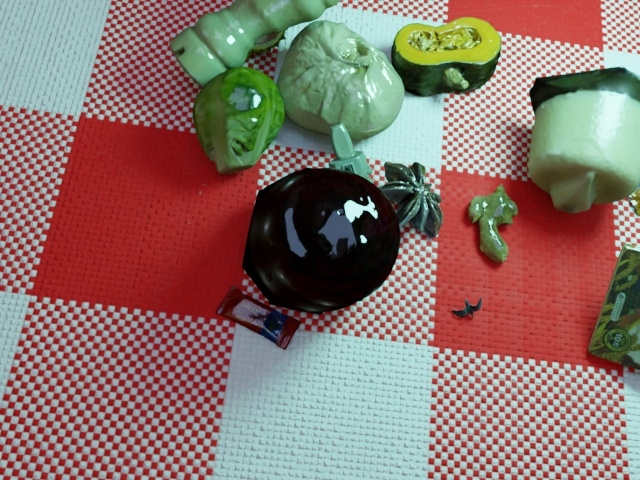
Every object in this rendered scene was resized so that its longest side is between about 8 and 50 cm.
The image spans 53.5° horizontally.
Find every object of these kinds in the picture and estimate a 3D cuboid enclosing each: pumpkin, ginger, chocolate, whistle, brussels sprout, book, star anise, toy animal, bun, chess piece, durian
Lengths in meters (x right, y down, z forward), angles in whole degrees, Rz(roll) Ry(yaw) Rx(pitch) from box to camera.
[{"bbox_3d":[0.358,-0.511,1.818,0.316,0.139,0.222,-7,69,-10],"label":"pumpkin"},{"bbox_3d":[0.475,-0.047,1.706,0.132,0.059,0.214,-15,71,-7],"label":"ginger"},{"bbox_3d":[0.000,0.000,1.453,0.383,0.331,0.384,0,89,-1],"label":"chocolate"},{"bbox_3d":[0.077,-0.180,1.661,0.101,0.105,0.253,-27,110,-19],"label":"whistle"},{"bbox_3d":[-0.216,-0.308,1.644,0.210,0.219,0.272,4,90,39],"label":"brussels sprout"},{"bbox_3d":[0.909,0.204,1.532,0.427,0.039,0.300,16,105,17],"label":"book"},{"bbox_3d":[0.697,-0.240,1.660,0.313,0.326,0.297,3,59,42],"label":"chocolate"},{"bbox_3d":[0.243,-0.109,1.673,0.236,0.093,0.229,46,50,-9],"label":"star anise"},{"bbox_3d":[0.382,0.177,1.630,0.084,0.050,0.028,-29,36,21],"label":"toy animal"},{"bbox_3d":[0.054,-0.439,1.718,0.360,0.213,0.362,2,68,-6],"label":"bun"},{"bbox_3d":[-0.182,-0.590,1.674,0.442,0.234,0.234,-36,76,9],"label":"chess piece"},{"bbox_3d":[-0.177,-0.584,1.825,0.140,0.078,0.224,35,92,-4],"label":"durian"}]

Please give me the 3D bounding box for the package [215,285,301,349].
[{"bbox_3d":[-0.153,0.189,1.570,0.200,0.022,0.083,27,70,5],"label":"package"}]

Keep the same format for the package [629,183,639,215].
[{"bbox_3d":[0.909,-0.132,1.799,0.077,0.033,0.111,-16,77,-22],"label":"package"}]
